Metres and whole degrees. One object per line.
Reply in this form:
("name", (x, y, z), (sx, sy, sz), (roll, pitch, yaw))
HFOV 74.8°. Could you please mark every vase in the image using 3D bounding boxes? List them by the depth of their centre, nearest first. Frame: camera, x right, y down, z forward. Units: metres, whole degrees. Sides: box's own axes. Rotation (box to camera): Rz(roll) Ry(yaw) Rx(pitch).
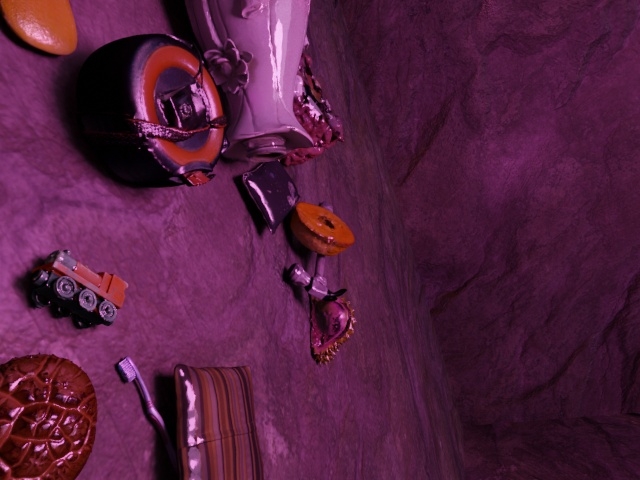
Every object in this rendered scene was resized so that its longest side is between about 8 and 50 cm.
("vase", (-0.125, -0.377, 0.811), (0.250, 0.250, 0.444), (0, 83, -69))

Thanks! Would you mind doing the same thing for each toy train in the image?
("toy train", (-0.261, 0.052, 0.455), (0.103, 0.044, 0.064), (55, 25, -47))

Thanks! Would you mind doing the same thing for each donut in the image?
("donut", (-0.002, -0.026, 1.052), (0.179, 0.065, 0.162), (15, 34, -40))

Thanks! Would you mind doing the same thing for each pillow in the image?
("pillow", (-0.138, 0.282, 0.593), (0.212, 0.052, 0.208), (42, 37, -65))
("pillow", (-0.107, -0.113, 0.945), (0.141, 0.055, 0.208), (61, 23, -17))

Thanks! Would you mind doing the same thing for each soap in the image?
("soap", (-0.342, -0.303, 0.496), (0.089, 0.033, 0.168), (-11, 86, -69))

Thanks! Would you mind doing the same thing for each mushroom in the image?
("mushroom", (-0.248, 0.160, 0.352), (0.109, 0.085, 0.126), (14, 58, -66))

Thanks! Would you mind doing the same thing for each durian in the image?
("durian", (0.044, 0.211, 1.039), (0.119, 0.108, 0.186), (44, 37, -54))

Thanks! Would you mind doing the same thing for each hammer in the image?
("hammer", (-0.001, 0.001, 1.122), (0.152, 0.044, 0.426), (32, 30, -18))

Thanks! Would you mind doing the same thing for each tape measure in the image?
("tape measure", (-0.219, -0.178, 0.585), (0.222, 0.135, 0.202), (-66, 146, -51))

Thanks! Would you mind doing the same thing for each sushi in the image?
("sushi", (-0.060, -0.339, 1.059), (0.270, 0.171, 0.236), (56, 28, -31))

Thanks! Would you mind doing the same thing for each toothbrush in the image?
("toothbrush", (-0.203, 0.229, 0.521), (0.019, 0.013, 0.193), (-44, 118, -60))
